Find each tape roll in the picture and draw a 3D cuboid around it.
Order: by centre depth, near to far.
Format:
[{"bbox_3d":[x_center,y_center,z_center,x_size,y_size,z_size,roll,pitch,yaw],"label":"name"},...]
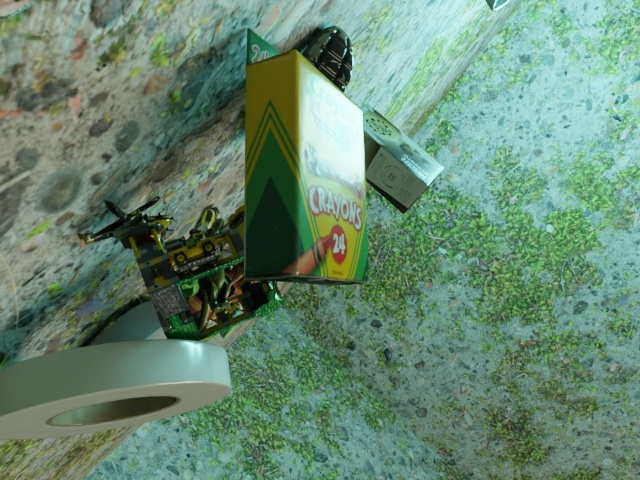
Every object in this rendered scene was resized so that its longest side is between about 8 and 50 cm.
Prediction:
[{"bbox_3d":[-0.347,0.259,0.800,0.392,0.072,0.392,-12,156,-5],"label":"tape roll"},{"bbox_3d":[-0.415,0.235,1.022,0.219,0.072,0.219,-48,174,-6],"label":"tape roll"}]

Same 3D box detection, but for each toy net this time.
[{"bbox_3d":[-0.287,0.265,1.682,0.232,0.045,0.122,-46,174,-36],"label":"toy net"}]

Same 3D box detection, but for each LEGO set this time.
[{"bbox_3d":[-0.189,0.017,0.749,0.255,0.192,0.331,-25,156,-9],"label":"LEGO set"}]

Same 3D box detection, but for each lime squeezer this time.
[{"bbox_3d":[-0.334,0.100,1.075,0.110,0.059,0.310,-12,162,-16],"label":"lime squeezer"}]

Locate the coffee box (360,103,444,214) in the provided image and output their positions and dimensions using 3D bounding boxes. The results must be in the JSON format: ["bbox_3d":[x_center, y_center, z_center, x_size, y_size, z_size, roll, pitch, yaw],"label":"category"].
[{"bbox_3d":[0.186,-0.237,1.339,0.168,0.297,0.119,-40,170,-51],"label":"coffee box"}]

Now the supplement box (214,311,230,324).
[{"bbox_3d":[-0.335,0.226,1.685,0.080,0.078,0.233,-44,173,-36],"label":"supplement box"}]

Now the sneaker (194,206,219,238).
[{"bbox_3d":[-0.229,-0.035,0.961,0.083,0.031,0.035,-52,173,37],"label":"sneaker"}]

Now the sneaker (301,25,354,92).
[{"bbox_3d":[-0.040,-0.237,0.793,0.101,0.106,0.267,26,93,-39],"label":"sneaker"}]

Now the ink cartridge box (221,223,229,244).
[{"bbox_3d":[-0.117,-0.087,1.273,0.303,0.072,0.307,-48,172,-3],"label":"ink cartridge box"}]

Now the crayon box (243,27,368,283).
[{"bbox_3d":[-0.013,-0.103,0.631,0.081,0.319,0.202,-6,171,29],"label":"crayon box"}]

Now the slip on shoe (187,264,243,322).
[{"bbox_3d":[-0.272,0.138,1.408,0.331,0.123,0.101,-33,161,-50],"label":"slip on shoe"}]

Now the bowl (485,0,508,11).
[{"bbox_3d":[0.366,-0.610,0.858,0.311,0.163,0.311,-47,175,-6],"label":"bowl"}]
